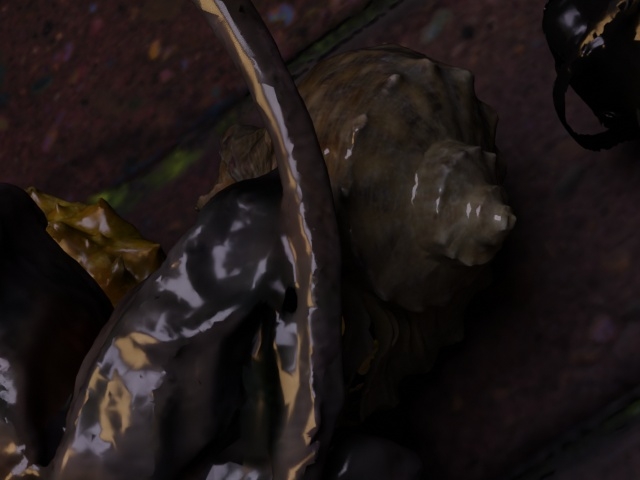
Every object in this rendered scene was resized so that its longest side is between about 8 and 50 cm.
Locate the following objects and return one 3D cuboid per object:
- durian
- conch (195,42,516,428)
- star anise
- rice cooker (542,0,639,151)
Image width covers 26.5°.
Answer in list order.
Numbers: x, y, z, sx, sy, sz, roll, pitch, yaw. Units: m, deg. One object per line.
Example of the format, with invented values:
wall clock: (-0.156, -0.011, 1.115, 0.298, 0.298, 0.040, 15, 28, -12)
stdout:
durian: (-0.151, 0.055, 0.622, 0.224, 0.078, 0.140, -9, 105, 34)
conch: (0.000, 0.000, 0.560, 0.207, 0.130, 0.155, 3, 64, 49)
star anise: (-0.087, 0.090, 0.487, 0.316, 0.139, 0.359, -36, 86, 23)
rice cooker: (0.178, -0.099, 0.507, 0.203, 0.142, 0.118, -40, 67, 10)
